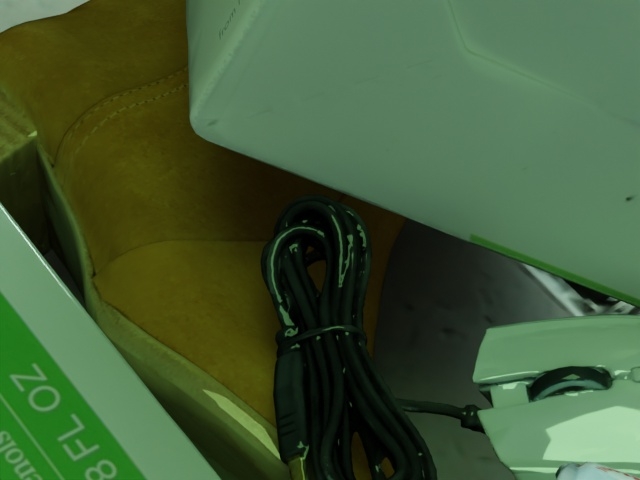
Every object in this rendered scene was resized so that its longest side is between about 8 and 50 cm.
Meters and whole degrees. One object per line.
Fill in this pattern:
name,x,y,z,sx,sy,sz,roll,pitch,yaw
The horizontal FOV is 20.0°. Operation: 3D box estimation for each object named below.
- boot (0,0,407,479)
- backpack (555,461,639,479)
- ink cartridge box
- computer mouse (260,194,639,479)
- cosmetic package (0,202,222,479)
boot,-0.001,0.000,0.604,0.295,0.104,0.211,35,54,24
backpack,0.093,0.173,0.356,0.213,0.276,0.263,15,83,14
ink cartridge box,0.064,-0.140,0.642,0.207,0.119,0.353,21,32,-19
computer mouse,0.080,0.044,0.508,0.193,0.042,0.106,10,43,-16
cosmetic package,-0.192,0.159,0.427,0.365,0.155,0.197,-30,61,-26
